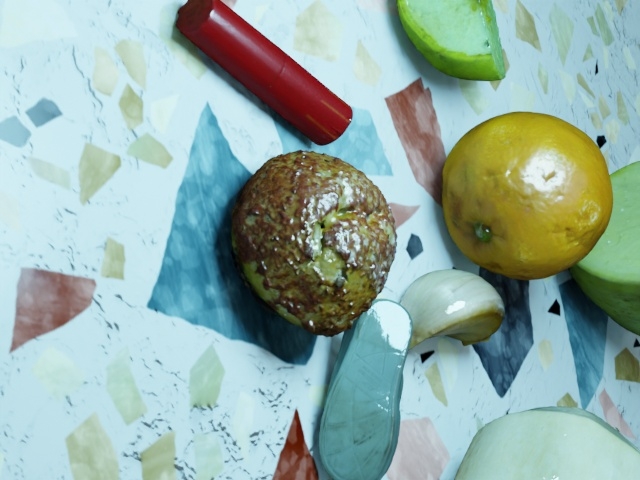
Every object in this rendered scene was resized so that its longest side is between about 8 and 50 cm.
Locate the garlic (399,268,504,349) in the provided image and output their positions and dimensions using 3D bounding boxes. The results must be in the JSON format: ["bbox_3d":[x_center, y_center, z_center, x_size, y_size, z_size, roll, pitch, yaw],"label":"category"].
[{"bbox_3d":[0.178,0.096,1.817,0.207,0.128,0.115,-9,62,-45],"label":"garlic"}]

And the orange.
[{"bbox_3d":[0.309,-0.069,1.900,0.261,0.261,0.261,20,63,-47],"label":"orange"}]

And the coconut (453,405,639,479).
[{"bbox_3d":[0.318,0.393,1.739,0.323,0.323,0.322,20,63,-47],"label":"coconut"}]

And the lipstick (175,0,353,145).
[{"bbox_3d":[-0.068,-0.218,1.629,0.280,0.073,0.073,36,52,-39],"label":"lipstick"}]

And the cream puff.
[{"bbox_3d":[-0.001,0.000,1.575,0.240,0.164,0.240,10,77,-48],"label":"cream puff"}]

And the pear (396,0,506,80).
[{"bbox_3d":[0.212,-0.364,1.983,0.239,0.139,0.288,16,61,-64],"label":"pear"}]

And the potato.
[{"bbox_3d":[0.546,0.051,2.235,0.330,0.213,0.280,-76,153,-45],"label":"potato"}]

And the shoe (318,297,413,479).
[{"bbox_3d":[0.060,0.202,1.645,0.100,0.103,0.251,100,3,-76],"label":"shoe"}]
